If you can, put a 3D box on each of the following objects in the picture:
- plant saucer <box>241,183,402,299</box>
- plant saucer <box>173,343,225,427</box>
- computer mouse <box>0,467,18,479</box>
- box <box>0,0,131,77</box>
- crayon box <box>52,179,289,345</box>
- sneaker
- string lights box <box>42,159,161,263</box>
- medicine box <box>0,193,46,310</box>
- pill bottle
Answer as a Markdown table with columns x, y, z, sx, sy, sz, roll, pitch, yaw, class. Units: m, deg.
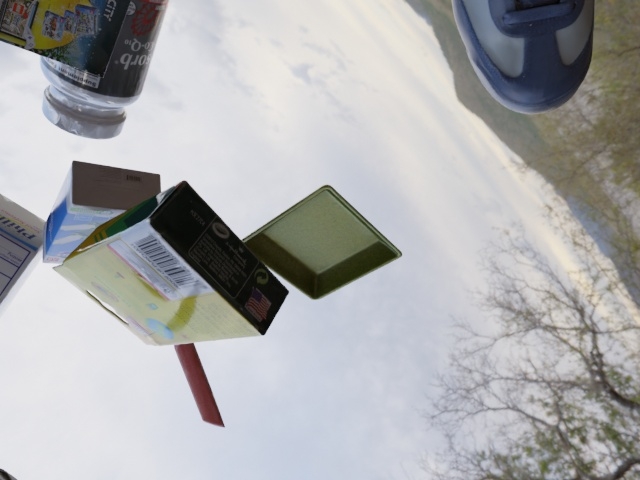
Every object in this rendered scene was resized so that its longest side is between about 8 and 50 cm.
| x | y | z | sx | sy | sz | roll | pitch | yaw | class |
| --- | --- | --- | --- | --- | --- | --- | --- | --- | --- |
| 0.000 | 0.000 | 0.775 | 0.188 | 0.188 | 0.045 | 40 | -147 | -32 | plant saucer |
| -0.328 | 0.333 | 1.266 | 0.259 | 0.048 | 0.258 | 8 | 117 | 71 | plant saucer |
| -0.638 | 0.500 | 0.893 | 0.184 | 0.060 | 0.262 | -55 | -47 | -18 | computer mouse |
| -0.303 | -0.334 | 0.578 | 0.159 | 0.233 | 0.044 | 9 | -154 | -48 | box |
| -0.222 | 0.053 | 0.685 | 0.202 | 0.318 | 0.081 | 50 | -132 | -25 | crayon box |
| 0.147 | -0.256 | 0.364 | 0.131 | 0.112 | 0.319 | -42 | -60 | -72 | sneaker |
| -0.381 | -0.034 | 0.836 | 0.133 | 0.260 | 0.076 | 5 | -115 | -36 | string lights box |
| -0.774 | 0.035 | 1.045 | 0.263 | 0.289 | 0.149 | 36 | -170 | -19 | medicine box |
| -0.461 | -0.413 | 1.027 | 0.210 | 0.363 | 0.210 | 22 | -149 | -14 | pill bottle |
